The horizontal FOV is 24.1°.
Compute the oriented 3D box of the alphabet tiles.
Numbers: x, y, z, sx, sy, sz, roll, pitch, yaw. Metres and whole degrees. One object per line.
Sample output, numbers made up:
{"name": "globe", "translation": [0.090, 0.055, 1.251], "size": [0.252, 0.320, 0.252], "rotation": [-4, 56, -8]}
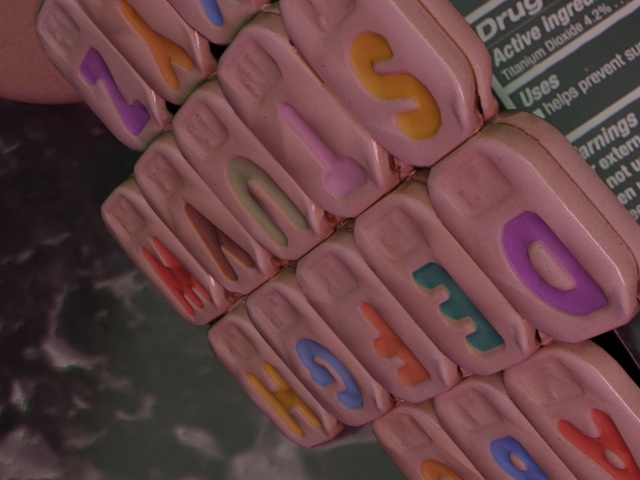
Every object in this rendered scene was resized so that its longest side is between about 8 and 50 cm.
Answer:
{"name": "alphabet tiles", "translation": [0.000, 0.000, 0.536], "size": [0.021, 0.284, 0.278], "rotation": [-42, 93, -27]}

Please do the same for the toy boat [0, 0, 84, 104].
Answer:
{"name": "toy boat", "translation": [-0.127, -0.176, 0.644], "size": [0.151, 0.151, 0.231], "rotation": [-19, 113, 19]}

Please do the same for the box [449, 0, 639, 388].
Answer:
{"name": "box", "translation": [0.232, -0.034, 0.551], "size": [0.296, 0.183, 0.294], "rotation": [-33, 80, 4]}
